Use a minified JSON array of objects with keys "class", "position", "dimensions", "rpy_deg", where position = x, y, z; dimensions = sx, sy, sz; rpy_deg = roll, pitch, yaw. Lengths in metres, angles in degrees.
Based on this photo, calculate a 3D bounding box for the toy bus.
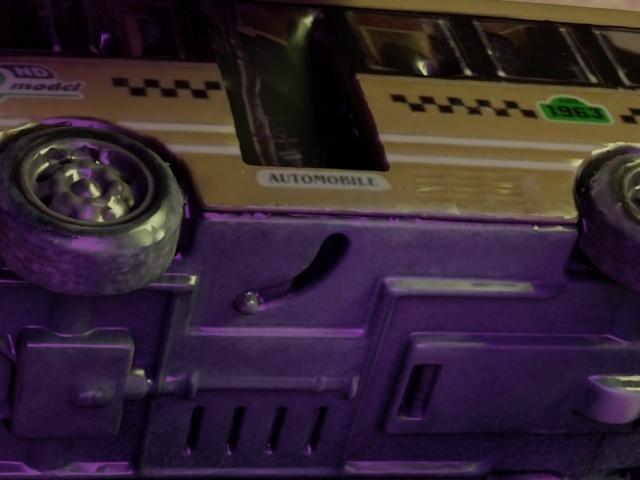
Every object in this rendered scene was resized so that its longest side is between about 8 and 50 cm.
[{"class":"toy bus","position":[0.000,0.000,0.533],"dimensions":[0.289,0.139,0.157],"rpy_deg":[1,41,-15]}]
